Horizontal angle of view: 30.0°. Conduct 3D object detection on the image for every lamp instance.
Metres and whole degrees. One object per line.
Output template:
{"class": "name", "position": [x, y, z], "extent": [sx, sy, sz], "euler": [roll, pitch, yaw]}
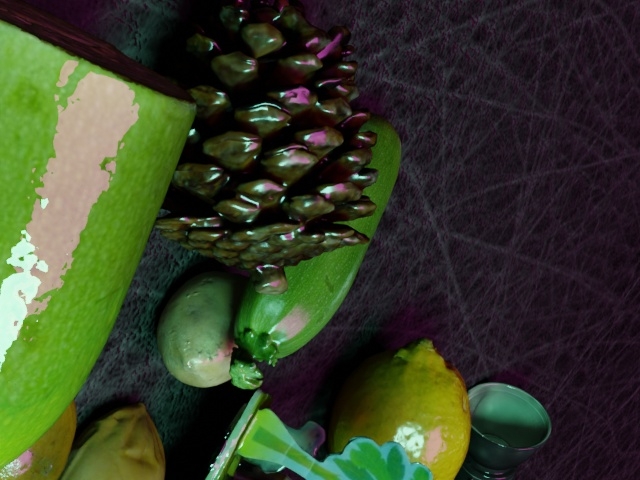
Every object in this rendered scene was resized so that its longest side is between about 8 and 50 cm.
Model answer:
{"class": "lamp", "position": [0.272, 0.357, 1.935], "extent": [0.172, 0.147, 0.227], "euler": [-57, 164, -53]}

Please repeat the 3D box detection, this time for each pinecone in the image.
{"class": "pinecone", "position": [-0.055, -0.087, 1.079], "extent": [0.224, 0.224, 0.273], "euler": [-3, 90, -53]}

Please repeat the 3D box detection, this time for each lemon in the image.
{"class": "lemon", "position": [0.104, 0.246, 1.559], "extent": [0.188, 0.188, 0.257], "euler": [1, 114, -54]}

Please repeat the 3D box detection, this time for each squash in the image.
{"class": "squash", "position": [-0.234, -0.003, 0.865], "extent": [0.309, 0.210, 0.233], "euler": [-62, -178, 8]}
{"class": "squash", "position": [0.000, 0.000, 1.241], "extent": [0.101, 0.101, 0.379], "euler": [79, 31, -44]}

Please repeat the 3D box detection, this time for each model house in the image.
{"class": "model house", "position": [-0.023, 0.372, 1.324], "extent": [0.358, 0.312, 0.242], "euler": [-59, 177, -9]}

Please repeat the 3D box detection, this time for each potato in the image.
{"class": "potato", "position": [-0.110, 0.095, 1.238], "extent": [0.147, 0.112, 0.112], "euler": [-36, 140, -46]}

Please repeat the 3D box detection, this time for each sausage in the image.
{"class": "sausage", "position": [-0.256, 0.328, 1.201], "extent": [0.134, 0.116, 0.354], "euler": [33, 81, -42]}

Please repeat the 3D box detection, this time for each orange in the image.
{"class": "orange", "position": [-0.280, 0.175, 1.064], "extent": [0.160, 0.112, 0.170], "euler": [-39, 152, -32]}
